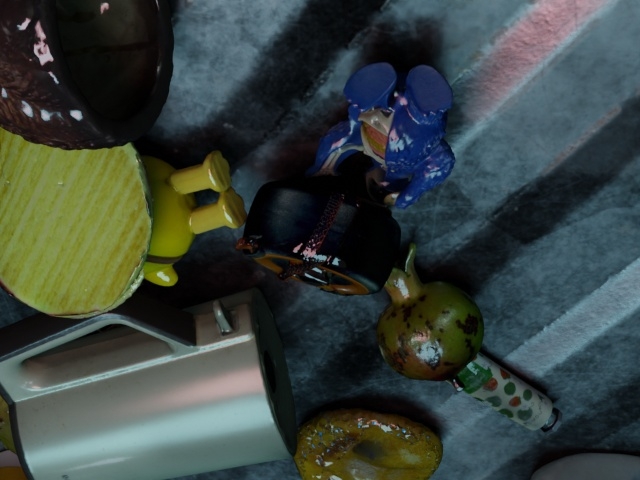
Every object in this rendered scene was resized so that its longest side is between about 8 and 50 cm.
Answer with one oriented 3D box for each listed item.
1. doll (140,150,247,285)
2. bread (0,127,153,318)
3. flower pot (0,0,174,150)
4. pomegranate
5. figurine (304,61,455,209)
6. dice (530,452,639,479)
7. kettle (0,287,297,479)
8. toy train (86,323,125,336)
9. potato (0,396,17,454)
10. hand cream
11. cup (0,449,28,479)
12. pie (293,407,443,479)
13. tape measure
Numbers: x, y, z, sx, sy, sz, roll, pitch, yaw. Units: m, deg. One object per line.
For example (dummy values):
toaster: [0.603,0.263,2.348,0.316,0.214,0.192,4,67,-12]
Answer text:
doll: [-0.276,-0.015,1.501,0.363,0.145,0.199,-15,105,23]
bread: [-0.329,-0.046,1.417,0.302,0.045,0.301,6,103,25]
flower pot: [-0.340,-0.225,1.239,0.267,0.266,0.266,-4,134,23]
pomegranate: [0.142,0.109,1.584,0.156,0.156,0.220,-21,124,24]
figurine: [0.091,-0.131,1.384,0.164,0.120,0.262,24,151,-3]
dice: [0.485,0.535,1.884,0.268,0.262,0.264,3,135,5]
kettle: [-0.254,0.200,1.586,0.377,0.250,0.361,-14,140,6]
toy train: [-0.301,0.152,1.735,0.087,0.050,0.138,-30,127,22]
potato: [-0.427,0.303,1.835,0.296,0.141,0.191,30,127,-19]
hand cream: [0.264,0.224,1.748,0.276,0.059,0.095,31,127,-17]
cup: [-0.531,0.520,1.996,0.185,0.226,0.241,-26,128,26]
pie: [0.079,0.364,1.891,0.274,0.069,0.273,2,133,2]
tape measure: [0.000,0.000,1.448,0.202,0.135,0.223,16,172,4]
